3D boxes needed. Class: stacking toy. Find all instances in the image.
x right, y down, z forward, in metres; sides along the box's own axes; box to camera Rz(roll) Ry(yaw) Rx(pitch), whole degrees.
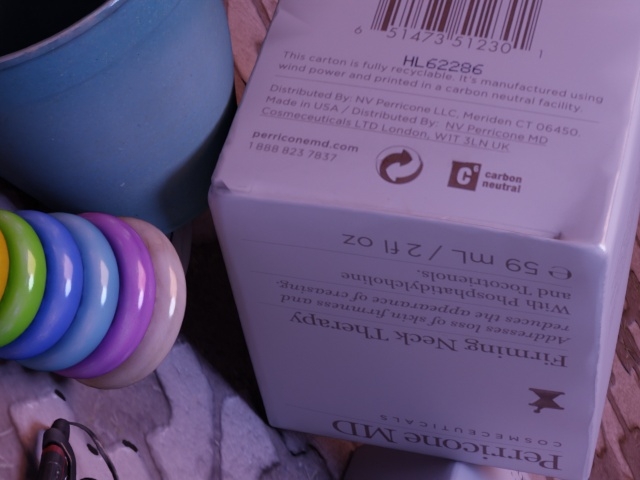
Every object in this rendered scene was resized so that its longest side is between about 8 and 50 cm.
[{"bbox_3d":[-0.251,0.023,1.167,0.330,0.141,0.141,18,49,-53],"label":"stacking toy"}]

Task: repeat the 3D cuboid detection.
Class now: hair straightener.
[{"bbox_3d":[-0.188,0.225,1.185,0.089,0.047,0.230,47,23,-35],"label":"hair straightener"}]

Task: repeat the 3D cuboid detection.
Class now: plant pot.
[{"bbox_3d":[-0.188,-0.144,1.327,0.271,0.272,0.255,-93,162,-45],"label":"plant pot"}]

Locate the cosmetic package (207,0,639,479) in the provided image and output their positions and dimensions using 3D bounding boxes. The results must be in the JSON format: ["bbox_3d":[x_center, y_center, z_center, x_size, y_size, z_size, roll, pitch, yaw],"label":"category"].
[{"bbox_3d":[0.121,-0.032,1.463,0.393,0.329,0.327,80,23,-54],"label":"cosmetic package"}]

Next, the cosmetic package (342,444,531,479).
[{"bbox_3d":[0.108,0.364,1.506,0.230,0.161,0.453,58,22,-12],"label":"cosmetic package"}]

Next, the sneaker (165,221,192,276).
[{"bbox_3d":[-0.166,-0.050,1.492,0.091,0.094,0.258,66,18,-46],"label":"sneaker"}]
